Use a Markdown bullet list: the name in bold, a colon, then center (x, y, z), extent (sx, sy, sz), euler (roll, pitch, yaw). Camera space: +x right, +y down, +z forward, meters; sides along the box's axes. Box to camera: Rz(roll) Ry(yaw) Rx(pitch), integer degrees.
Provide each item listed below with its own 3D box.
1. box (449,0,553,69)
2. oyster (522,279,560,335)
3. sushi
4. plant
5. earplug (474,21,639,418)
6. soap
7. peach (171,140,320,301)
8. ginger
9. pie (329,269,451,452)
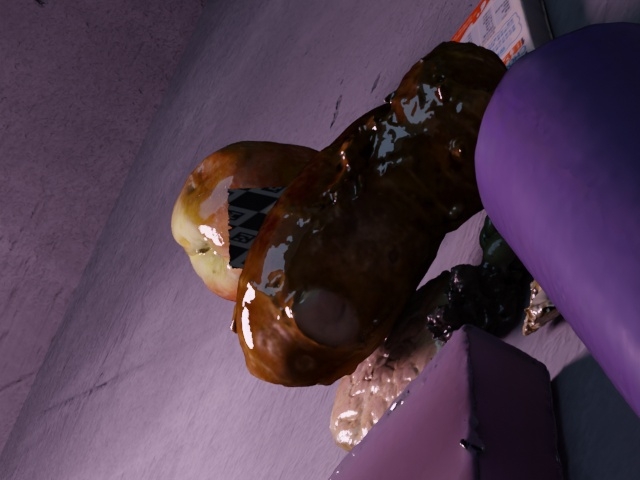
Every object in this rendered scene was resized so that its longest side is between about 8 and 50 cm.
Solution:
- **box**: center (0.171, -0.163, 1.971), extent (0.273, 0.048, 0.265), euler (-50, 19, 26)
- **oyster**: center (0.228, 0.029, 1.473), extent (0.146, 0.045, 0.121), euler (-52, 13, 1)
- **sushi**: center (0.000, 0.000, 2.001), extent (0.231, 0.220, 0.047), euler (-98, 6, -65)
- **plant**: center (0.163, 0.033, 1.617), extent (0.087, 0.085, 0.174), euler (10, 63, 47)
- **earplug**: center (0.257, 0.013, 1.155), extent (0.215, 0.215, 0.456), euler (-55, 20, 16)
- **soap**: center (0.080, 0.261, 1.401), extent (0.285, 0.107, 0.296), euler (-50, 18, 29)
- **peach**: center (-0.075, -0.041, 2.201), extent (0.235, 0.214, 0.214), euler (-47, 8, -32)
- **ginger**: center (0.066, -0.034, 1.692), extent (0.418, 0.176, 0.254), euler (-52, 6, -19)
- **pie**: center (0.077, 0.137, 1.720), extent (0.218, 0.052, 0.185), euler (-43, 21, 38)
